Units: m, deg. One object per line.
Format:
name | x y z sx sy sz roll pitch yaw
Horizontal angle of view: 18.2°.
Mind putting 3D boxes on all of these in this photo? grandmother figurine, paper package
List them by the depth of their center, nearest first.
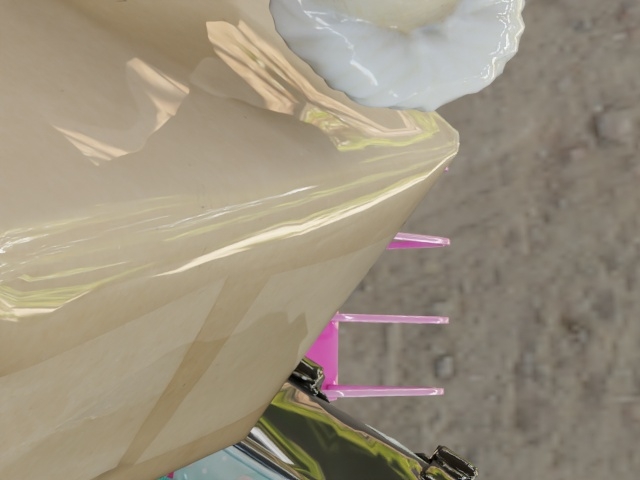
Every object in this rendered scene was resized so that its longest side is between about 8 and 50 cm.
grandmother figurine | -0.010 -0.195 0.633 0.104 0.207 0.342 -75 151 -58
paper package | -0.158 -0.050 0.709 0.309 0.168 0.325 43 26 17

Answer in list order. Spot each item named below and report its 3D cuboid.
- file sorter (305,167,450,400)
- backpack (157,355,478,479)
file sorter | 0.000 0.000 1.777 0.202 0.182 0.291 4 85 -47
backpack | -0.045 0.212 0.975 0.225 0.253 0.191 31 27 6
